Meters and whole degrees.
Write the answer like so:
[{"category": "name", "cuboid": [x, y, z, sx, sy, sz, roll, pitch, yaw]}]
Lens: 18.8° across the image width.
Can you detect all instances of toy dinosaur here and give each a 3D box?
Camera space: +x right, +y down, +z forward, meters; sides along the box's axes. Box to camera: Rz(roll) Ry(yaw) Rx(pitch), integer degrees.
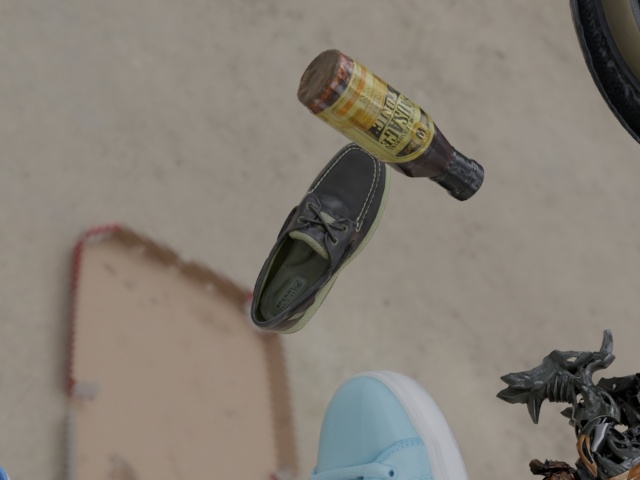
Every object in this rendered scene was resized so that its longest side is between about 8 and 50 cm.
[{"category": "toy dinosaur", "cuboid": [0.289, 0.214, 1.802, 0.218, 0.322, 0.164, 65, 5, 36]}]

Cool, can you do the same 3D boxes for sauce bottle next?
[{"category": "sauce bottle", "cuboid": [0.045, -0.066, 1.145, 0.128, 0.042, 0.042, 31, 32, -29]}]

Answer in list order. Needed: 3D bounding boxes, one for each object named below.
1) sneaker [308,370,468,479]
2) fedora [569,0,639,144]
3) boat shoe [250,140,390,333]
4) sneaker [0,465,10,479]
[{"category": "sneaker", "cuboid": [0.017, 0.250, 1.357, 0.150, 0.135, 0.366, 26, 53, -41]}, {"category": "fedora", "cuboid": [0.339, -0.189, 1.385, 0.334, 0.152, 0.334, 1, 89, -36]}, {"category": "boat shoe", "cuboid": [-0.001, 0.000, 1.966, 0.080, 0.223, 0.073, 33, 11, 10]}, {"category": "sneaker", "cuboid": [-0.209, 0.166, 1.026, 0.053, 0.059, 0.144, 19, 27, 14]}]
